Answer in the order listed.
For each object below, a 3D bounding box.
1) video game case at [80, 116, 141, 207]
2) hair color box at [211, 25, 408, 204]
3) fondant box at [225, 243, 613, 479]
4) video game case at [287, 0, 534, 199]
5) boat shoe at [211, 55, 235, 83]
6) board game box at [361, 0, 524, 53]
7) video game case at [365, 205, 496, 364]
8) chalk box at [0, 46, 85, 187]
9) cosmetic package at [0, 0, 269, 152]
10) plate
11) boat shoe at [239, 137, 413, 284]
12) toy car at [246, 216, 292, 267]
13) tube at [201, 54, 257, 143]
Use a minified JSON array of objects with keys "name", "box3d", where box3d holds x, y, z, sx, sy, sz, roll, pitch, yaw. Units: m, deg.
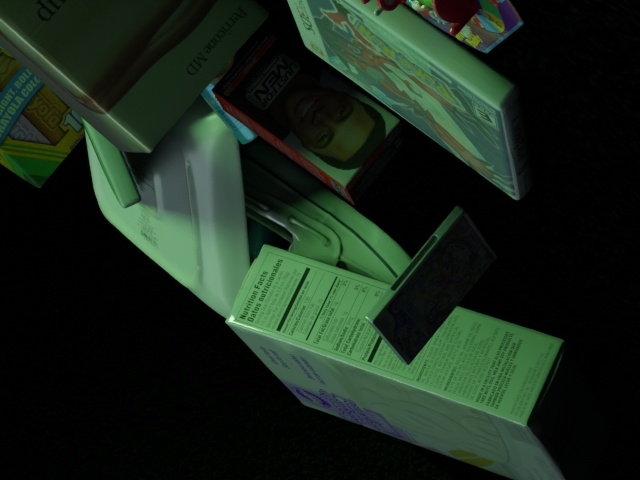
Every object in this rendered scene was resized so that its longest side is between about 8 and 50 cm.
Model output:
[{"name":"video game case","box3d":[-0.230,-0.135,1.944,0.193,0.023,0.212,-152,38,-82]},{"name":"hair color box","box3d":[-0.008,-0.099,1.552,0.141,0.072,0.043,36,171,20]},{"name":"fondant box","box3d":[0.101,0.132,1.947,0.330,0.096,0.238,19,163,27]},{"name":"video game case","box3d":[0.055,-0.117,1.331,0.201,0.023,0.183,37,172,18]},{"name":"boat shoe","box3d":[-0.134,-0.192,1.640,0.170,0.063,0.059,43,177,-17]},{"name":"board game box","box3d":[0.048,-0.149,1.155,0.133,0.033,0.168,40,172,-3]},{"name":"video game case","box3d":[0.093,0.038,1.653,0.011,0.122,0.087,35,171,35]},{"name":"chalk box","box3d":[-0.366,-0.224,2.105,0.180,0.179,0.289,33,170,39]},{"name":"cosmetic package","box3d":[-0.204,-0.217,1.514,0.296,0.153,0.129,41,173,-16]},{"name":"plate","box3d":[-0.172,-0.071,2.049,0.277,0.045,0.278,37,143,39]},{"name":"boat shoe","box3d":[0.000,0.000,2.006,0.258,0.084,0.095,37,171,18]},{"name":"toy car","box3d":[-0.028,0.023,2.148,0.182,0.159,0.136,41,137,-8]},{"name":"tube","box3d":[-0.118,-0.175,1.734,0.207,0.052,0.080,47,166,-14]}]
